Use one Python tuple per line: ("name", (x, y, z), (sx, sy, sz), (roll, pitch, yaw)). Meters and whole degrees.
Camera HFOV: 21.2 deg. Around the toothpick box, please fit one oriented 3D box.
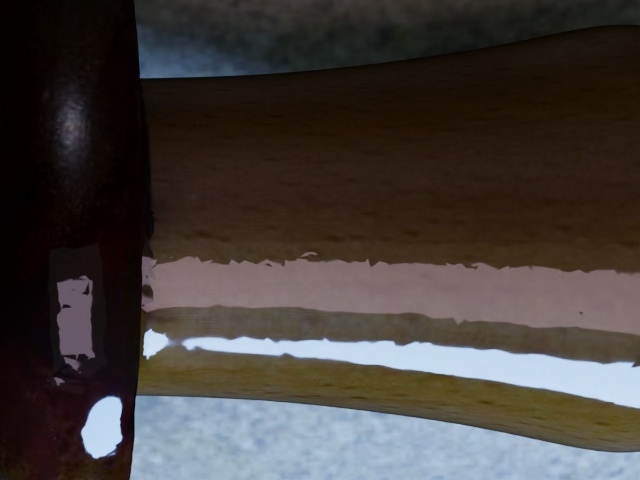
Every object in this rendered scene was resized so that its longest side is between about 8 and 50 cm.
("toothpick box", (0.000, 0.000, 0.591), (0.294, 0.192, 0.192), (1, 125, -9))
